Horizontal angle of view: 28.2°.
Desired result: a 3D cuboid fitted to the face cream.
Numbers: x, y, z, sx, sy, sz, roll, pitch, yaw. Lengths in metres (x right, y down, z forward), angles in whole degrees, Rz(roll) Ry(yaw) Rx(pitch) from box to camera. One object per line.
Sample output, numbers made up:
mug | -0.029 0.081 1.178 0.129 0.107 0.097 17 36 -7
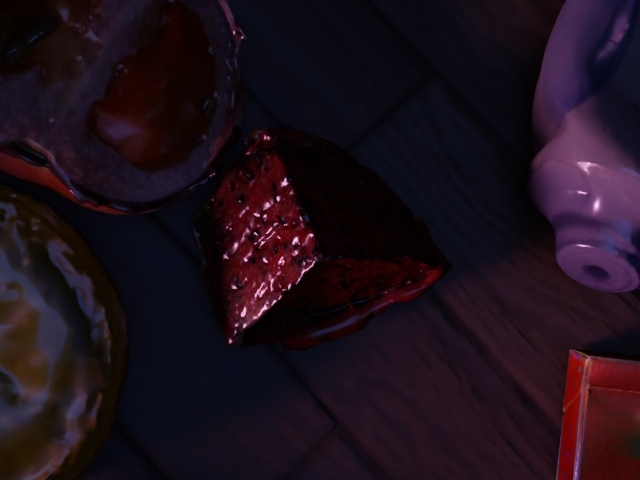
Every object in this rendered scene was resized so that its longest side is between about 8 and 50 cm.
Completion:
face cream | 0.291 -0.150 0.973 0.235 0.137 0.420 30 74 -5

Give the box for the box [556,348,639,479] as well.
box | 0.239 0.176 0.977 0.112 0.048 0.175 7 89 -6

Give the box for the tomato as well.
tomato | -0.167 -0.121 0.892 0.228 0.112 0.199 35 70 -17

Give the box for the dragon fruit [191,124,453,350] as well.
dragon fruit | -0.002 0.001 0.934 0.161 0.120 0.127 5 58 -42

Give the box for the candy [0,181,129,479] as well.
candy | -0.259 0.079 0.880 0.260 0.118 0.260 -1 93 -12
